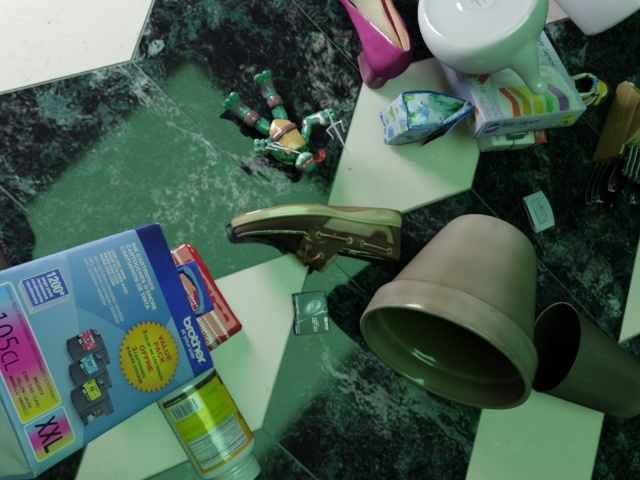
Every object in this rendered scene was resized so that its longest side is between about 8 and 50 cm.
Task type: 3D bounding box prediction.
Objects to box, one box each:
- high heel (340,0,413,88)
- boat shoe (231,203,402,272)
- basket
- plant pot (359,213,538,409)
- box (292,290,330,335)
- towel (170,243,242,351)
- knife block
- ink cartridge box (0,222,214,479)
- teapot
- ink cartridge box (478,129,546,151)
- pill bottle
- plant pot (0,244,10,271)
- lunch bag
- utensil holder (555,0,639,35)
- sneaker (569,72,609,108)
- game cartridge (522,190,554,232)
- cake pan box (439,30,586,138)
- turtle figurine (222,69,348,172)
[{"bbox_3d":[0.102,-0.504,1.183,0.127,0.181,0.378,-19,90,-15],"label":"high heel"},{"bbox_3d":[0.000,0.000,1.147,0.341,0.123,0.123,1,83,-21],"label":"boat shoe"},{"bbox_3d":[0.568,0.269,1.254,0.226,0.154,0.205,29,58,-15],"label":"basket"},{"bbox_3d":[0.278,0.115,1.134,0.323,0.323,0.280,38,61,-8],"label":"plant pot"},{"bbox_3d":[-0.019,0.143,1.177,0.067,0.018,0.084,-4,86,-14],"label":"box"},{"bbox_3d":[-0.304,0.156,1.097,0.274,0.031,0.199,-34,96,-13],"label":"towel"},{"bbox_3d":[0.689,-0.206,1.372,0.088,0.242,0.276,26,34,-12],"label":"knife block"},{"bbox_3d":[-0.345,0.141,0.931,0.395,0.151,0.270,-27,97,-53],"label":"ink cartridge box"},{"bbox_3d":[0.313,-0.423,1.155,0.252,0.187,0.256,4,77,22],"label":"teapot"},{"bbox_3d":[0.416,-0.252,1.307,0.135,0.056,0.099,-7,87,-15],"label":"ink cartridge box"},{"bbox_3d":[-0.194,0.337,1.063,0.117,0.117,0.215,-30,93,-15],"label":"pill bottle"},{"bbox_3d":[-0.589,0.075,0.935,0.263,0.263,0.229,-32,110,-15],"label":"plant pot"},{"bbox_3d":[0.216,-0.249,1.217,0.151,0.129,0.097,-10,89,-17],"label":"lunch bag"},{"bbox_3d":[0.574,-0.684,1.251,0.385,0.327,0.328,45,76,-8],"label":"utensil holder"},{"bbox_3d":[0.602,-0.338,1.341,0.185,0.084,0.070,-13,87,-26],"label":"sneaker"},{"bbox_3d":[0.488,-0.065,1.331,0.055,0.017,0.083,-21,91,-12],"label":"game cartridge"},{"bbox_3d":[0.395,-0.350,1.266,0.245,0.070,0.267,-7,65,-16],"label":"cake pan box"},{"bbox_3d":[-0.069,-0.207,1.147,0.175,0.118,0.234,-37,79,-29],"label":"turtle figurine"}]
